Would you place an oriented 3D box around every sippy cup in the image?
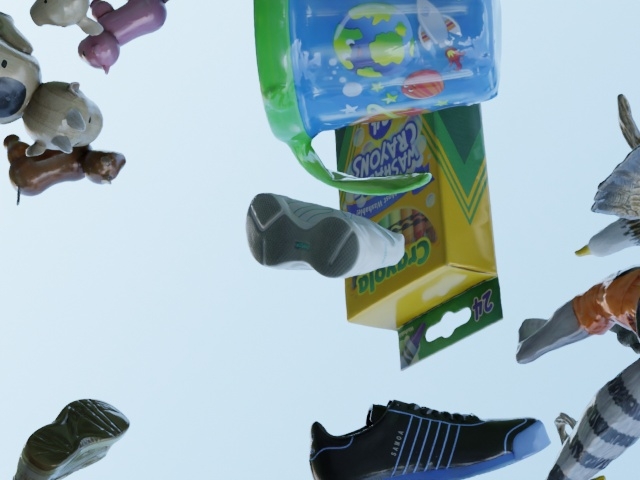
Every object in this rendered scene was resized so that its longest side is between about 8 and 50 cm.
[{"bbox_3d":[0.063,-0.216,1.758,0.224,0.305,0.240,-2,-132,9],"label":"sippy cup"}]

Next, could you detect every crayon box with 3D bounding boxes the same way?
[{"bbox_3d":[0.112,-0.030,2.141,0.203,0.083,0.323,-33,-126,48],"label":"crayon box"}]

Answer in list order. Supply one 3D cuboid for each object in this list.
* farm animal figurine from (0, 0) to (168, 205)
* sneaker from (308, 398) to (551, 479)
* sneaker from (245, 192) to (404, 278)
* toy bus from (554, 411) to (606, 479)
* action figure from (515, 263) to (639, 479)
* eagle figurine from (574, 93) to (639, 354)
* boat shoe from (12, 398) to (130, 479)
[{"bbox_3d":[-0.280,-0.170,1.692,0.172,0.326,0.330,48,-51,51],"label":"farm animal figurine"},{"bbox_3d":[0.102,0.189,1.709,0.232,0.090,0.081,-14,175,-9],"label":"sneaker"},{"bbox_3d":[0.000,0.000,1.297,0.152,0.061,0.054,19,-77,51],"label":"sneaker"},{"bbox_3d":[0.214,0.281,1.493,0.104,0.191,0.202,-21,-140,-20],"label":"toy bus"},{"bbox_3d":[0.290,0.093,1.178,0.178,0.341,0.330,-27,162,-31],"label":"action figure"},{"bbox_3d":[0.385,-0.018,1.987,0.225,0.226,0.298,-55,-177,15],"label":"eagle figurine"},{"bbox_3d":[-0.229,0.188,1.635,0.048,0.056,0.153,-57,170,24],"label":"boat shoe"}]
